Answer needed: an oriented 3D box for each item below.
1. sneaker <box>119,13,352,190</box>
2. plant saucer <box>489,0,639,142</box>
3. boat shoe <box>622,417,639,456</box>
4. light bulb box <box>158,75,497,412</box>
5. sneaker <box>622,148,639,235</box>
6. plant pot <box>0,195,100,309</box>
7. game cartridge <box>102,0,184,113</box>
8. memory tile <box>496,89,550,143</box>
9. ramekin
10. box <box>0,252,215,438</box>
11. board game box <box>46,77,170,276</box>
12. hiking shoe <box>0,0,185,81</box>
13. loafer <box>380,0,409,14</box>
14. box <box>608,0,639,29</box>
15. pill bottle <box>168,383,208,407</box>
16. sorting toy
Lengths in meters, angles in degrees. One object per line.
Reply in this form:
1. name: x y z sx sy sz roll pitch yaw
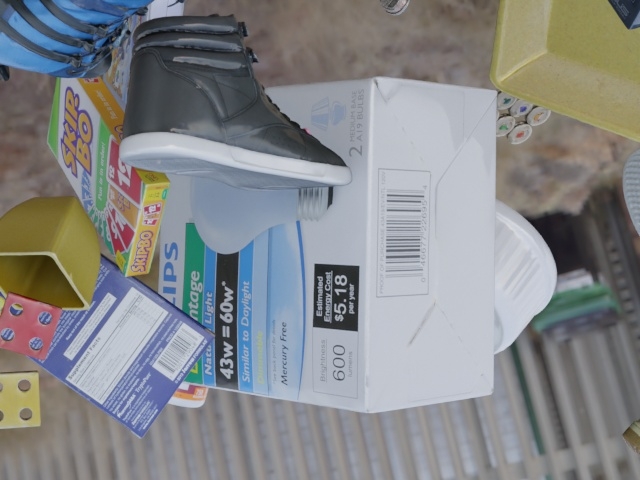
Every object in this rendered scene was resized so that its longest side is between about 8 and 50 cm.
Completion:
1. sneaker: -0.064 -0.126 1.144 0.105 0.146 0.296 -6 171 36
2. plant saucer: 0.377 -0.284 1.459 0.081 0.333 0.332 -41 145 -40
3. boat shoe: 0.215 0.117 0.659 0.135 0.050 0.045 31 100 -40
4. light bulb box: 0.000 0.000 1.463 0.361 0.357 0.225 1 180 45
5. sneaker: 0.539 -0.016 1.726 0.161 0.282 0.102 -22 167 -39
6. plant pot: -0.244 0.005 1.116 0.081 0.083 0.081 -1 140 21
7. game cartridge: -0.241 -0.264 1.683 0.062 0.297 0.198 6 -162 -19
8. memory tile: 0.284 -0.193 1.677 0.113 0.012 0.148 19 124 -42
9. ramekin: 0.192 0.055 1.794 0.273 0.273 0.127 -36 -163 54
10. box: -0.242 0.091 1.330 0.136 0.225 0.036 -54 -176 -2
11. board game box: -0.236 -0.092 1.335 0.039 0.259 0.124 -7 134 -30
12. hiking shoe: -0.164 -0.183 0.891 0.304 0.113 0.132 5 139 38
13. loafer: 0.099 -0.374 1.864 0.039 0.125 0.045 34 109 -26
14. box: 0.294 -0.353 1.219 0.059 0.232 0.183 -21 157 -17
15. pill bottle: -0.177 0.139 1.662 0.086 0.152 0.086 16 -176 -1
16. sorting toy: -0.339 0.074 0.980 0.275 0.132 0.046 22 -176 -14
